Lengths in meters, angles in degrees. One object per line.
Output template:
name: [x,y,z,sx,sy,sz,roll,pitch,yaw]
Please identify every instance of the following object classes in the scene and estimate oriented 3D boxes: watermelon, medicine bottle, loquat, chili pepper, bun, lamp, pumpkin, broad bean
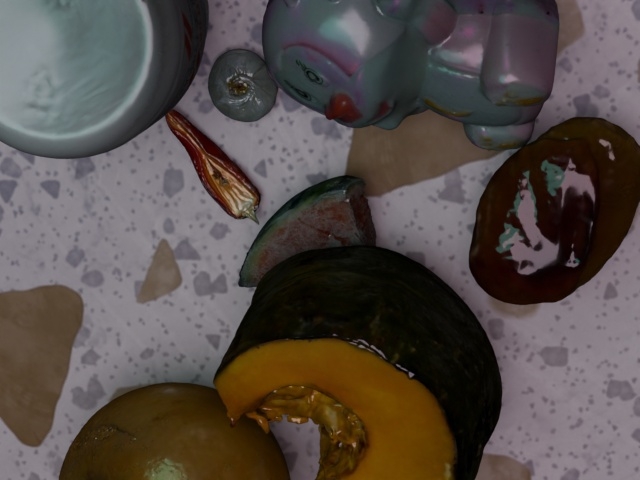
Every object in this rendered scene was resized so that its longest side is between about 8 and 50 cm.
watermelon: [0.000,0.000,2.010,0.139,0.071,0.187,36,121,-22]
medicine bottle: [-0.239,-0.223,1.866,0.245,0.306,0.245,2,103,7]
loquat: [-0.162,0.282,1.991,0.263,0.263,0.263,1,102,7]
chili pepper: [-0.125,-0.087,2.022,0.045,0.027,0.178,-41,95,9]
bun: [-0.087,-0.170,1.991,0.083,0.045,0.083,1,98,4]
lamp: [0.092,-0.230,1.889,0.301,0.247,0.247,9,72,-1]
pumpkin: [0.053,0.153,1.924,0.256,0.225,0.303,-18,118,21]
broad bean: [0.252,-0.032,1.936,0.156,0.122,0.228,32,105,-1]
